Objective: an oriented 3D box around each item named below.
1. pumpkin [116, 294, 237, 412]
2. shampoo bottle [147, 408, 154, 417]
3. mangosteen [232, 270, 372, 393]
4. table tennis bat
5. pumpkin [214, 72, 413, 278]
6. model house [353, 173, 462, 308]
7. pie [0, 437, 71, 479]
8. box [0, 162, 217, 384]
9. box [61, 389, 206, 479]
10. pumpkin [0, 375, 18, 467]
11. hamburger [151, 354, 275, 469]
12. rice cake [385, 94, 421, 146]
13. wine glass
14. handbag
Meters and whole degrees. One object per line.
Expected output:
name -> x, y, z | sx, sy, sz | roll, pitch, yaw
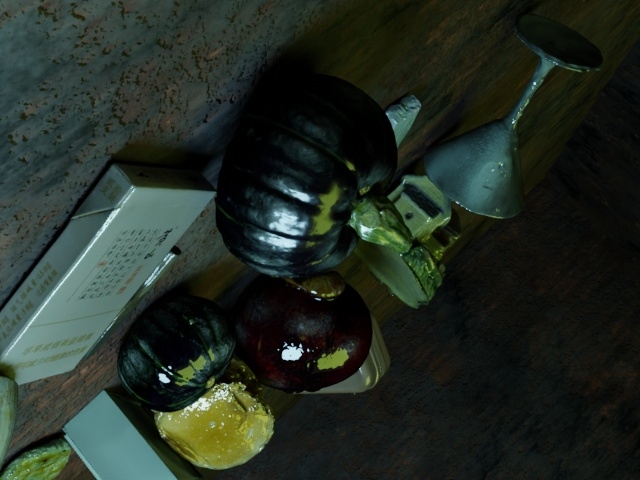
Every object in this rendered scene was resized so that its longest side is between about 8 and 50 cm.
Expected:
pumpkin -> -0.246, 0.197, 1.426 | 0.220, 0.162, 0.220 | -47, 169, -12
shampoo bottle -> -0.322, 0.381, 1.912 | 0.067, 0.068, 0.236 | -49, 163, 18
mangosteen -> -0.042, 0.175, 1.725 | 0.297, 0.293, 0.297 | -13, 171, -2
table tennis bat -> -0.289, 0.095, 1.253 | 0.234, 0.022, 0.131 | -48, -178, 19
pumpkin -> 0.003, -0.072, 1.120 | 0.296, 0.296, 0.296 | -41, 165, -14
model house -> 0.248, -0.016, 2.005 | 0.266, 0.261, 0.321 | -44, 172, -14
pie -> -0.539, 0.430, 1.496 | 0.187, 0.041, 0.187 | -41, 165, -14
box -> -0.304, 0.051, 1.081 | 0.365, 0.051, 0.205 | -48, 165, 16
box -> -0.362, 0.422, 1.593 | 0.117, 0.225, 0.225 | -42, 164, -7
pumpkin -> -0.467, 0.256, 1.000 | 0.217, 0.110, 0.217 | -22, 165, -6
hamburger -> -0.216, 0.328, 1.615 | 0.244, 0.244, 0.163 | -51, -152, 21
rice cake -> 0.126, -0.190, 1.618 | 0.085, 0.040, 0.226 | -33, 162, -36
wine glass -> 0.427, -0.274, 1.815 | 0.267, 0.267, 0.406 | -31, 155, -43
handbag -> 0.007, 0.249, 2.082 | 0.302, 0.283, 0.149 | -7, -169, 37
